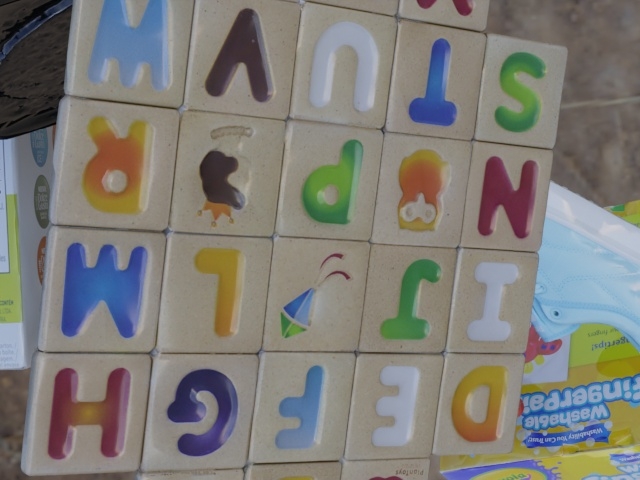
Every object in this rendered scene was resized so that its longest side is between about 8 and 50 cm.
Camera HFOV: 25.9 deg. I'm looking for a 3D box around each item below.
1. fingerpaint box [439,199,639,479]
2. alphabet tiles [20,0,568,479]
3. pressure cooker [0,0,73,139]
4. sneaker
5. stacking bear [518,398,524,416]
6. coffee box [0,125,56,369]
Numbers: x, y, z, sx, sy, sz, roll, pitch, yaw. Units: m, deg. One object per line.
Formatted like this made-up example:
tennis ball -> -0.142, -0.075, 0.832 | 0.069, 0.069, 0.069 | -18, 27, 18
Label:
fingerpaint box -> 0.399, 0.148, 1.877 | 0.445, 0.163, 0.371 | -14, 53, 28
alphabet tiles -> 0.000, 0.000, 0.689 | 0.011, 0.285, 0.342 | 15, 100, 56
pressure cooker -> -0.243, -0.326, 1.014 | 0.420, 0.370, 0.375 | 60, 174, 7
sneaker -> 0.235, 0.023, 1.438 | 0.150, 0.366, 0.135 | -63, -6, 1
stacking bear -> 0.126, 0.145, 1.770 | 0.289, 0.175, 0.164 | 45, 147, 23
coffee box -> -0.415, -0.051, 1.395 | 0.337, 0.338, 0.334 | -30, -62, -84
